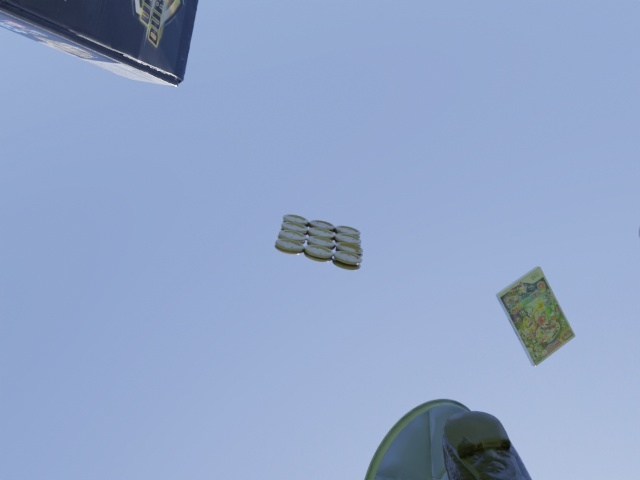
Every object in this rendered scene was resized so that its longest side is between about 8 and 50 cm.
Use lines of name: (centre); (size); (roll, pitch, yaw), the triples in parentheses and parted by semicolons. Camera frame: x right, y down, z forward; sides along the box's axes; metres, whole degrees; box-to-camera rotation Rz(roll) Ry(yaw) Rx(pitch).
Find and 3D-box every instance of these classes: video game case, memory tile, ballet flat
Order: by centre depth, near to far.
ballet flat: (0.141, 0.221, 0.525); (0.084, 0.058, 0.250); (-8, -162, 0)
memory tile: (0.000, 0.000, 0.886); (0.113, 0.012, 0.148); (12, -162, -1)
video game case: (0.319, 0.111, 1.003); (0.087, 0.122, 0.011); (-30, -175, -20)

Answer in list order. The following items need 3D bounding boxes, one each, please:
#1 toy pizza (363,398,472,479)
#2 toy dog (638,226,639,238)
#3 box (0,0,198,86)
toy pizza: (0.116, 0.276, 0.766); (0.201, 0.201, 0.032); (-47, -150, -23)
toy dog: (0.359, 0.021, 0.445); (0.161, 0.220, 0.333); (-48, -160, 16)
box: (-0.188, -0.299, 0.517); (0.073, 0.293, 0.295); (13, -89, 23)
